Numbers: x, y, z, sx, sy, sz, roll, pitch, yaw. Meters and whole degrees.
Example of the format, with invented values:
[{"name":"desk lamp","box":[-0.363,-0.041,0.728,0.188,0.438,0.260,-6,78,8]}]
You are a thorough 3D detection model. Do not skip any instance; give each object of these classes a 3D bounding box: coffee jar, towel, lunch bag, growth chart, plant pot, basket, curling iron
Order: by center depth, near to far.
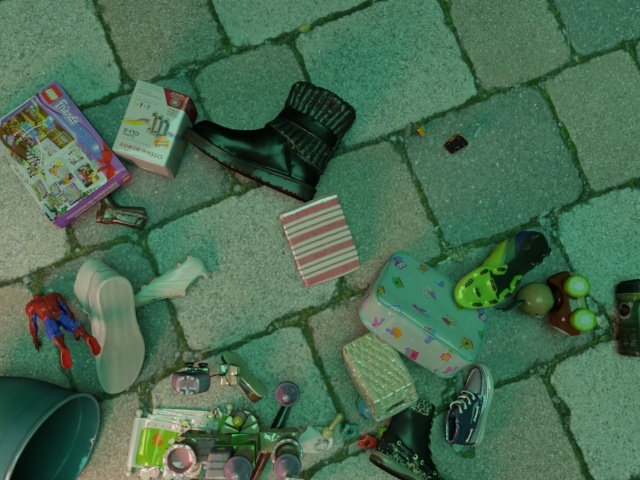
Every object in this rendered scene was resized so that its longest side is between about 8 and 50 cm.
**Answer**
[{"name":"plant pot","box":[-0.643,0.396,1.240,0.256,0.271,0.271,19,81,13]},{"name":"basket","box":[0.128,0.293,1.341,0.113,0.103,0.167,-27,53,-7]},{"name":"lunch bag","box":[0.238,0.161,1.359,0.279,0.107,0.224,34,40,-1]},{"name":"growth chart","box":[-0.316,0.455,1.365,0.238,0.021,0.171,0,83,-3]},{"name":"curling iron","box":[-0.124,0.451,1.370,0.068,0.035,0.273,32,82,0]},{"name":"towel","box":[0.000,0.000,1.415,0.144,0.029,0.196,-21,104,-5]},{"name":"coffee jar","box":[0.755,0.183,1.437,0.079,0.096,0.184,3,83,-6]}]

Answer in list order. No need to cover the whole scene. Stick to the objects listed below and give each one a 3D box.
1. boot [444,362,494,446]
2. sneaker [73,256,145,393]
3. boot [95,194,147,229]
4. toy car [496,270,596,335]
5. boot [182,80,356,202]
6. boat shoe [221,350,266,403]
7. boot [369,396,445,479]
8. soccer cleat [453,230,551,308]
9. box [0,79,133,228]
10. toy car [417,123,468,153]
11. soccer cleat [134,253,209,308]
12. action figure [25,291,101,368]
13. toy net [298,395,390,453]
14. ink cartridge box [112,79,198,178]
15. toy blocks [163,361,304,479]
[{"name":"boot","box":[0.336,0.373,1.383,0.086,0.069,0.189,13,81,-30]},{"name":"sneaker","box":[-0.474,0.181,1.356,0.108,0.169,0.292,-10,116,-36]},{"name":"boot","box":[-0.458,-0.082,1.420,0.114,0.037,0.106,7,86,-4]},{"name":"toy car","box":[0.509,0.154,1.403,0.189,0.155,0.148,-8,83,5]},{"name":"boot","box":[-0.115,-0.265,1.417,0.348,0.131,0.260,24,88,-11]},{"name":"boat shoe","box":[-0.182,0.311,1.382,0.137,0.049,0.043,47,120,5]},{"name":"boot","box":[0.238,0.463,1.367,0.237,0.085,0.178,32,66,-16]},{"name":"soccer cleat","box":[0.406,0.072,1.398,0.289,0.121,0.093,-32,98,-23]},{"name":"box","box":[-0.601,-0.200,1.394,0.201,0.057,0.293,-38,78,-7]},{"name":"toy car","box":[0.304,-0.264,1.489,0.122,0.060,0.040,32,50,-6]},{"name":"soccer cleat","box":[-0.348,0.108,1.388,0.196,0.068,0.076,-34,93,-9]},{"name":"action figure","box":[-0.559,0.207,1.308,0.092,0.280,0.138,-23,126,-32]},{"name":"toy net","box":[0.052,0.433,1.386,0.232,0.045,0.122,-21,113,-4]},{"name":"ink cartridge box","box":[-0.378,-0.251,1.401,0.128,0.127,0.176,17,82,-2]},{"name":"toy blocks","box":[-0.173,0.417,1.215,0.289,0.260,0.308,0,86,0]}]
